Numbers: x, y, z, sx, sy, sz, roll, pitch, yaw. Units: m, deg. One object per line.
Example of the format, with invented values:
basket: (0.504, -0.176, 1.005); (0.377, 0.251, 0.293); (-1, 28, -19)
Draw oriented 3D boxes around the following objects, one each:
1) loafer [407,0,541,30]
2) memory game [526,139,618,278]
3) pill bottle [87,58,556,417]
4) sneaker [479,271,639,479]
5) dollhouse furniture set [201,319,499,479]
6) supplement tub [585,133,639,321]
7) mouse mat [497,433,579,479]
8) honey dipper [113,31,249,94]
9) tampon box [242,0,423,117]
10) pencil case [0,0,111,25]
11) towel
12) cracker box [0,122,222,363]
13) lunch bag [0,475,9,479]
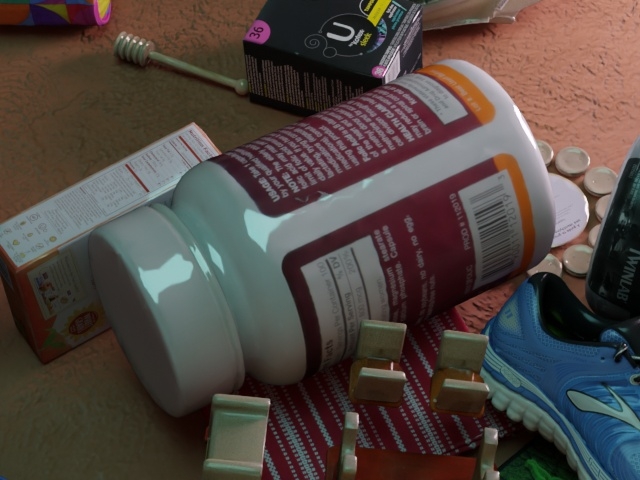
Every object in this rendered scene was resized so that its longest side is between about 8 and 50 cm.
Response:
loafer: (0.177, -0.279, 1.992); (0.268, 0.092, 0.102); (-16, 48, 11)
memory game: (0.226, -0.030, 1.847); (0.186, 0.012, 0.186); (-1, 53, 1)
pill bottle: (0.000, 0.000, 1.675); (0.392, 0.224, 0.224); (-24, 56, -19)
sneaker: (0.279, 0.146, 1.599); (0.330, 0.147, 0.130); (38, 29, 25)
dollhouse furniture set: (0.025, 0.211, 1.548); (0.259, 0.135, 0.262); (7, 49, -2)
supplement tub: (0.435, 0.027, 1.674); (0.338, 0.207, 0.207); (20, 57, 16)
mouse mat: (0.248, 0.251, 1.639); (0.152, 0.007, 0.190); (-37, 61, -23)
honey dipper: (-0.151, -0.190, 1.977); (0.161, 0.030, 0.030); (21, 57, 13)
tampon box: (0.015, -0.201, 1.929); (0.161, 0.101, 0.120); (17, 55, 15)
pencil case: (-0.351, -0.293, 2.019); (0.236, 0.104, 0.104); (4, 53, 4)
towel: (0.029, 0.154, 1.707); (0.275, 0.031, 0.199); (-19, 53, -14)
cracker box: (-0.197, 0.003, 1.752); (0.232, 0.155, 0.067); (-28, 56, -18)
lunch bag: (-0.402, 0.273, 1.588); (0.303, 0.115, 0.243); (23, 55, 17)
